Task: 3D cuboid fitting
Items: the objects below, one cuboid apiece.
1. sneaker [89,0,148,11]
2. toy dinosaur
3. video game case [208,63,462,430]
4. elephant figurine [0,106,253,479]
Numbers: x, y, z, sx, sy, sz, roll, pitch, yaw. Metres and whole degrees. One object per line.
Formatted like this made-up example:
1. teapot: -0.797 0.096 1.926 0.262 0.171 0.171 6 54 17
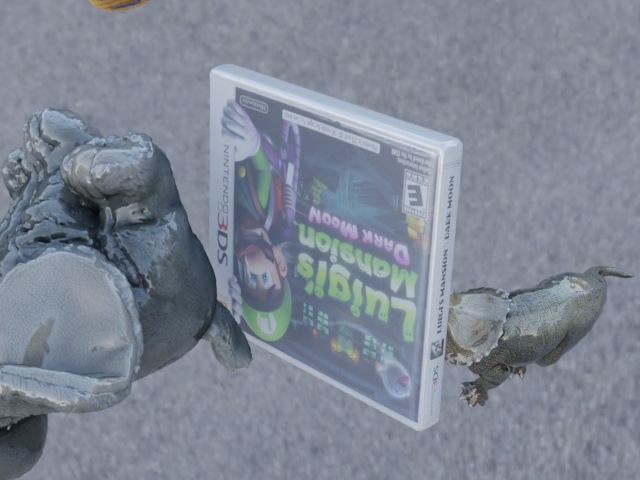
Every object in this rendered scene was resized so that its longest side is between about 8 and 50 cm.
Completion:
1. sneaker: -0.202 -0.359 1.169 0.111 0.296 0.131 -10 42 -27
2. toy dinosaur: 0.211 0.085 1.301 0.313 0.160 0.121 -6 72 -22
3. video game case: 0.000 0.000 0.770 0.022 0.173 0.190 -19 31 -41
4. elephant figurine: -0.174 0.053 0.704 0.186 0.169 0.239 18 44 20
